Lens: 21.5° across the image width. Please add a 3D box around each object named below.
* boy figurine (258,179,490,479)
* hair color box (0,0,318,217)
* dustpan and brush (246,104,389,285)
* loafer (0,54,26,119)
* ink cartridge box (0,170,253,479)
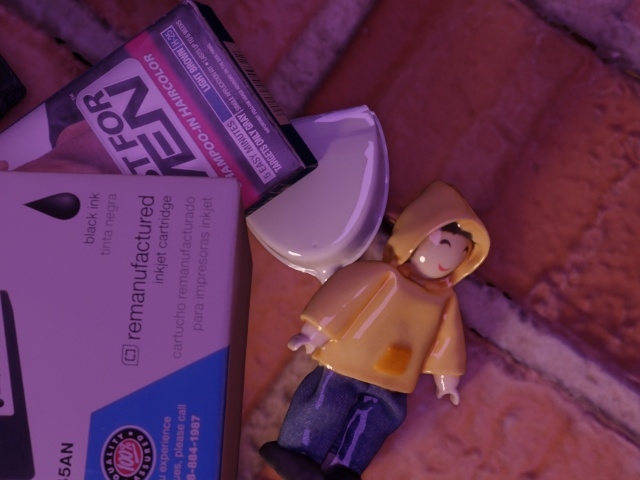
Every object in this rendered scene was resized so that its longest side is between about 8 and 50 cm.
[{"bbox_3d":[0.063,0.088,1.452,0.177,0.092,0.285,28,94,-29],"label":"boy figurine"},{"bbox_3d":[-0.193,-0.034,1.429,0.347,0.105,0.174,-35,90,8],"label":"hair color box"},{"bbox_3d":[0.000,0.000,1.484,0.147,0.060,0.211,-11,83,11],"label":"dustpan and brush"},{"bbox_3d":[-0.345,-0.192,1.473,0.078,0.076,0.223,-35,82,-37],"label":"loafer"},{"bbox_3d":[-0.258,0.104,1.254,0.395,0.166,0.285,2,67,2],"label":"ink cartridge box"}]
